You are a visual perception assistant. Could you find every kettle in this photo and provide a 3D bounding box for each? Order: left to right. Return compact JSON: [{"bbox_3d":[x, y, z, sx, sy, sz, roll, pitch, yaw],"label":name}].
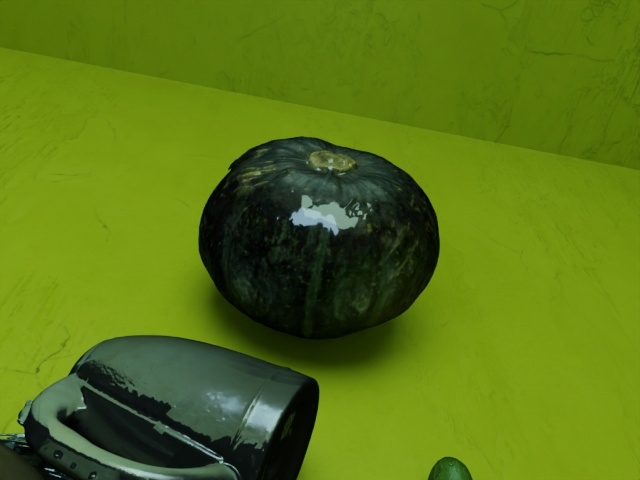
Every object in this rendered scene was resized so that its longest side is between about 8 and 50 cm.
[{"bbox_3d":[-0.206,0.241,0.843,0.324,0.228,0.321,17,9,17],"label":"kettle"}]

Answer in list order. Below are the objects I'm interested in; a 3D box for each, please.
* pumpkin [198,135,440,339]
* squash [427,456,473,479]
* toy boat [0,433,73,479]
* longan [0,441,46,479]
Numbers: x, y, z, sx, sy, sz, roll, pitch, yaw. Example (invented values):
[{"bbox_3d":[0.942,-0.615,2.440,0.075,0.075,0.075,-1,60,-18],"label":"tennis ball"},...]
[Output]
[{"bbox_3d":[0.000,0.000,1.240,0.455,0.343,0.454,8,24,-4],"label":"pumpkin"},{"bbox_3d":[0.196,0.393,0.912,0.078,0.068,0.219,10,30,-16],"label":"squash"},{"bbox_3d":[-0.400,0.300,0.795,0.296,0.114,0.122,8,39,-9],"label":"toy boat"},{"bbox_3d":[-0.369,0.328,0.583,0.319,0.318,0.318,10,30,-6],"label":"longan"}]
